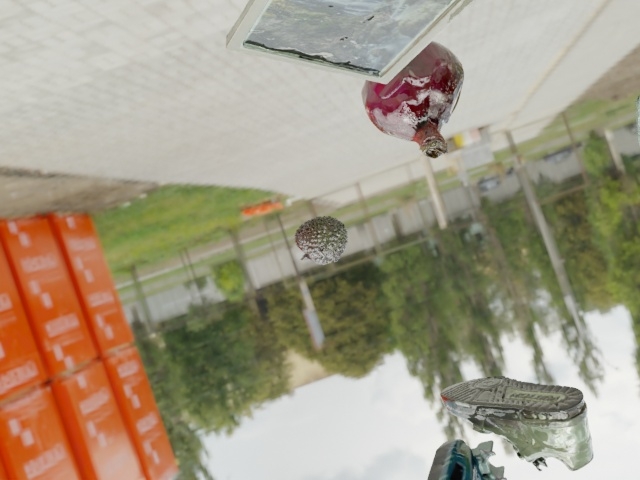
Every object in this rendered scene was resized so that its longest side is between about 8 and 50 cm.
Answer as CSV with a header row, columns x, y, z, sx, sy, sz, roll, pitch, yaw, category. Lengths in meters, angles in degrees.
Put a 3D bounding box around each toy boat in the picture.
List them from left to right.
x,y,z,sx,sy,sz,roll,pitch,yaw,category
0.240,0.432,1.563,0.092,0.134,0.299,-21,-166,22,toy boat

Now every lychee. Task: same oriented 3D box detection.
x,y,z,sx,sy,sz,roll,pitch,yaw,category
0.000,0.000,1.360,0.083,0.068,0.067,-37,136,15,lychee

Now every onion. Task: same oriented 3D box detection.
x,y,z,sx,sy,sz,roll,pitch,yaw,category
0.144,-0.222,1.515,0.173,0.198,0.135,-35,139,27,onion

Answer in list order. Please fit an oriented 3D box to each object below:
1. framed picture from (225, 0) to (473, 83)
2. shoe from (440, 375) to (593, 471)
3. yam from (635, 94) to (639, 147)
x,y,z,sx,sy,sz,roll,pitch,yaw,category
0.038,-0.280,1.167,0.240,0.020,0.324,10,164,-19,framed picture
0.328,0.317,1.617,0.109,0.149,0.293,-26,-167,-36,shoe
0.518,-0.204,1.221,0.241,0.241,0.348,-19,-164,24,yam
